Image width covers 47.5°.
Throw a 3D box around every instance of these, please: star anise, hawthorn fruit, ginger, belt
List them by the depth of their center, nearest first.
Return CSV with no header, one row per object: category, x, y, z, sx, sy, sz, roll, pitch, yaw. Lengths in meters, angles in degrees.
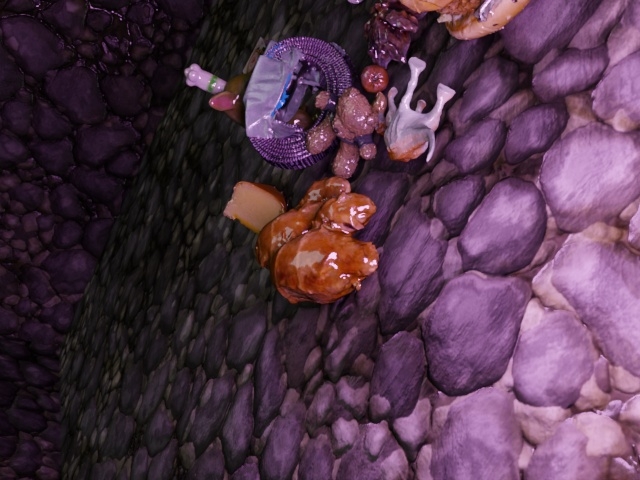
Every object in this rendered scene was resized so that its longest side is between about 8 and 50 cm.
ginger,0.003,0.007,1.544,0.274,0.152,0.357,-46,30,2
star anise,0.166,-0.516,1.659,0.236,0.109,0.223,8,74,65
ginger,0.106,-0.280,1.665,0.137,0.044,0.057,-38,22,43
hawthorn fruit,0.126,-0.375,1.692,0.067,0.066,0.103,-61,1,15
belt,-0.054,-0.330,1.765,0.122,0.260,0.325,40,-109,-80

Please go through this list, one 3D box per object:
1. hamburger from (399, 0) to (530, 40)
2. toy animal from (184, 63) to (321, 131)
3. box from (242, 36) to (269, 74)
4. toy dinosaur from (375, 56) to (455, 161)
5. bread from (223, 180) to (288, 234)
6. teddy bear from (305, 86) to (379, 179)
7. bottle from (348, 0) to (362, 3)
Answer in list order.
hamburger,0.280,-0.523,1.347,0.277,0.195,0.318,-62,24,19
toy animal,-0.167,-0.368,1.918,0.180,0.363,0.181,-48,34,10
box,-0.177,-0.559,2.361,0.135,0.081,0.199,-58,26,21
toy dinosaur,0.184,-0.227,1.403,0.393,0.092,0.205,-108,37,-55
bread,-0.148,-0.075,1.982,0.160,0.169,0.140,36,108,21
teddy bear,0.057,-0.253,1.597,0.129,0.182,0.251,-55,4,-23
bottle,0.087,-0.733,2.012,0.060,0.060,0.217,-47,34,36
